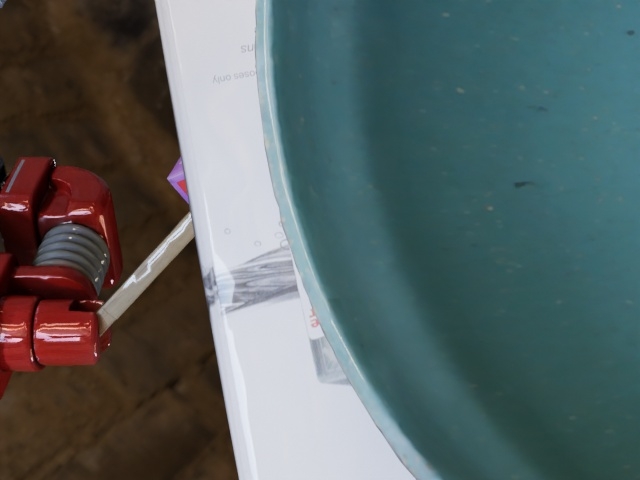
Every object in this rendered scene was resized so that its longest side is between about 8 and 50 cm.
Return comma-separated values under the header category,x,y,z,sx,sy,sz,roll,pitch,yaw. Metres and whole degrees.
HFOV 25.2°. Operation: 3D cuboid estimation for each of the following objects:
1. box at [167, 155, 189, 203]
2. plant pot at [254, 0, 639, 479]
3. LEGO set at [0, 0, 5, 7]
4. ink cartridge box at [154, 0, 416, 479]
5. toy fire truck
category,x,y,z,sx,sy,sz,roll,pitch,yaw
box,0.005,-0.054,1.539,0.201,0.293,0.057,50,-138,-24
plant pot,0.157,-0.055,0.337,0.196,0.293,0.293,1,-137,-51
LEGO set,-0.297,-0.161,0.706,0.331,0.192,0.255,11,155,40
ink cartridge box,0.000,0.000,0.530,0.158,0.092,0.217,141,121,-87
toy fire truck,-0.189,0.013,1.082,0.246,0.158,0.217,1,-146,7
